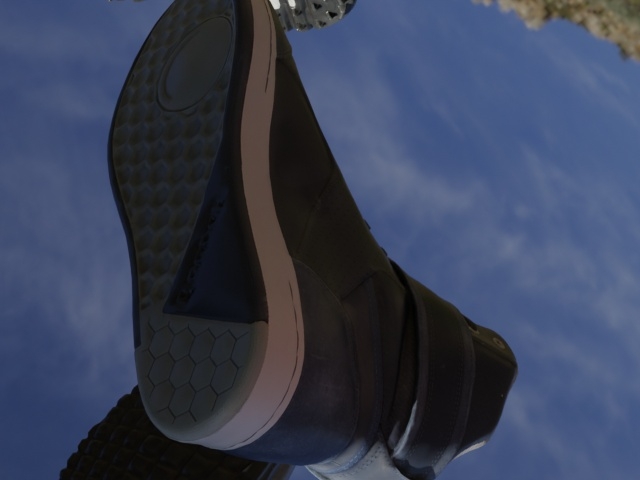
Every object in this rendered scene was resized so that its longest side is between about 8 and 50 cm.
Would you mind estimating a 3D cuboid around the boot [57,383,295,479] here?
[{"bbox_3d":[-0.090,0.241,0.725,0.338,0.118,0.222,-53,-40,-25],"label":"boot"}]

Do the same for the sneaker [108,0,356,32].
[{"bbox_3d":[-0.075,-0.223,0.909,0.078,0.234,0.106,69,-141,-58],"label":"sneaker"}]

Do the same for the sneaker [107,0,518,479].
[{"bbox_3d":[-0.001,0.001,0.508,0.163,0.086,0.226,28,-137,-40],"label":"sneaker"}]
